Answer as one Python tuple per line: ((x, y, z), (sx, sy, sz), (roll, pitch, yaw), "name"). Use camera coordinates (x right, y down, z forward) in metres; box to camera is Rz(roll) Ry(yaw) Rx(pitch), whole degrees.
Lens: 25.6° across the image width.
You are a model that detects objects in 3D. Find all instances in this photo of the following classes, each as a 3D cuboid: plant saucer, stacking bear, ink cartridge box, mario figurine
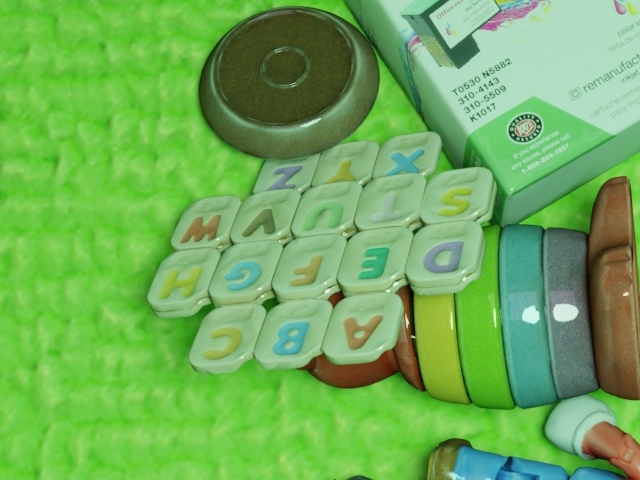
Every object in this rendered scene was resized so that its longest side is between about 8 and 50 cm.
((-0.030, -0.151, 1.281), (0.168, 0.029, 0.169), (-3, 61, 5), "plant saucer")
((0.115, 0.060, 1.163), (0.288, 0.164, 0.175), (-4, 31, 14), "stacking bear")
((0.171, -0.182, 1.249), (0.201, 0.117, 0.278), (-30, 73, -6), "ink cartridge box")
((0.249, 0.245, 1.137), (0.320, 0.170, 0.198), (4, 110, 15), "mario figurine")

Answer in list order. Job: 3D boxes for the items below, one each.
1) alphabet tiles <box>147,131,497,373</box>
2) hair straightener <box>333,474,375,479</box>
((0.000, 0.000, 1.158), (0.284, 0.021, 0.278), (-6, 39, 21), "alphabet tiles")
((-0.021, 0.281, 1.165), (0.230, 0.047, 0.089), (-37, 75, -12), "hair straightener")
